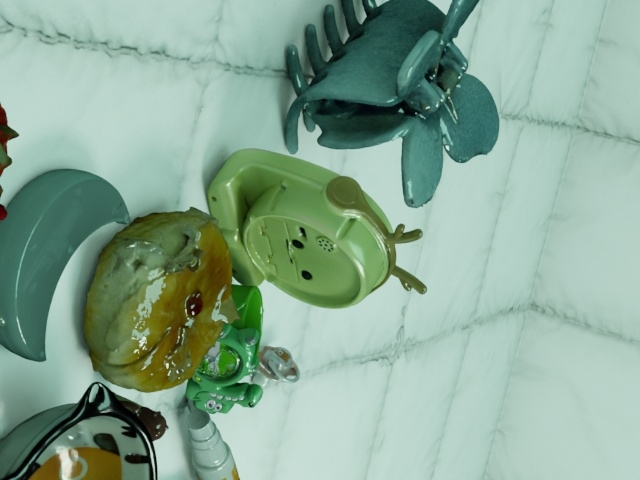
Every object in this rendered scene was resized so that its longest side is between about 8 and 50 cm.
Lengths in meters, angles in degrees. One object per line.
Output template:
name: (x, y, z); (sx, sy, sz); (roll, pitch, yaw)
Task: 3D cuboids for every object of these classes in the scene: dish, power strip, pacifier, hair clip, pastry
dish: (-0.322, 0.305, 1.539); (0.303, 0.120, 0.303); (-30, 127, -49)
power strip: (-0.311, 0.022, 1.483); (0.253, 0.054, 0.167); (-61, 151, -28)
pacifier: (-0.079, 0.212, 2.118); (0.078, 0.081, 0.099); (-51, 164, 22)
hair clip: (0.109, -0.252, 2.003); (0.318, 0.238, 0.392); (-53, 149, -38)
pastry: (-0.198, 0.083, 1.687); (0.257, 0.121, 0.235); (-32, 134, -56)

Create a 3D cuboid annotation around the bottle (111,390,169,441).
bottle: (-0.245, 0.230, 1.705); (0.047, 0.101, 0.063); (-68, 156, -12)

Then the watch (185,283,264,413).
watch: (-0.139, 0.146, 1.899); (0.152, 0.131, 0.165); (-71, 161, -57)

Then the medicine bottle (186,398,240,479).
medicine bottle: (-0.165, 0.319, 1.990); (0.220, 0.061, 0.092); (80, -7, -48)

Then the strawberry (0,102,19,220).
strawberry: (-0.385, -0.074, 1.087); (0.261, 0.258, 0.261); (-14, 90, -73)

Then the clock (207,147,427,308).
clock: (0.000, 0.000, 1.839); (0.096, 0.308, 0.235); (-57, 151, -35)
